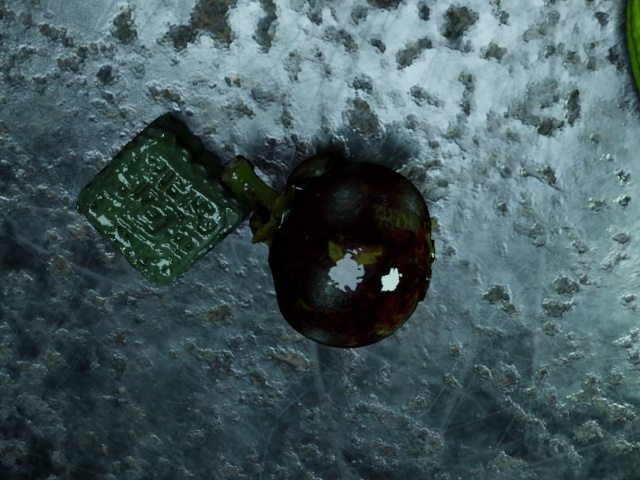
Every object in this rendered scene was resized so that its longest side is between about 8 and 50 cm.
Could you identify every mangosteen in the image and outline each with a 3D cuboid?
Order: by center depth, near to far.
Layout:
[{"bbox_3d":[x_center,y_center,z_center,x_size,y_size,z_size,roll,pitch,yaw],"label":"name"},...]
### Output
[{"bbox_3d":[0.000,0.000,1.081,0.289,0.231,0.231,24,113,4],"label":"mangosteen"}]

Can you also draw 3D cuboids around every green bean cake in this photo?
[{"bbox_3d":[-0.203,-0.047,1.151,0.173,0.094,0.181,-38,102,20],"label":"green bean cake"}]

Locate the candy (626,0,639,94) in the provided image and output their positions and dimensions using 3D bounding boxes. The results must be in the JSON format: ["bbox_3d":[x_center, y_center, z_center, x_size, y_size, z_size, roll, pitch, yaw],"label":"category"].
[{"bbox_3d":[0.409,-0.198,1.022,0.096,0.097,0.209,-25,102,15],"label":"candy"}]
